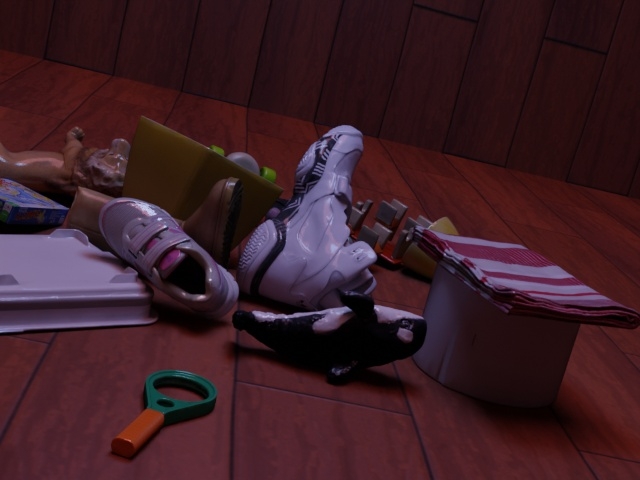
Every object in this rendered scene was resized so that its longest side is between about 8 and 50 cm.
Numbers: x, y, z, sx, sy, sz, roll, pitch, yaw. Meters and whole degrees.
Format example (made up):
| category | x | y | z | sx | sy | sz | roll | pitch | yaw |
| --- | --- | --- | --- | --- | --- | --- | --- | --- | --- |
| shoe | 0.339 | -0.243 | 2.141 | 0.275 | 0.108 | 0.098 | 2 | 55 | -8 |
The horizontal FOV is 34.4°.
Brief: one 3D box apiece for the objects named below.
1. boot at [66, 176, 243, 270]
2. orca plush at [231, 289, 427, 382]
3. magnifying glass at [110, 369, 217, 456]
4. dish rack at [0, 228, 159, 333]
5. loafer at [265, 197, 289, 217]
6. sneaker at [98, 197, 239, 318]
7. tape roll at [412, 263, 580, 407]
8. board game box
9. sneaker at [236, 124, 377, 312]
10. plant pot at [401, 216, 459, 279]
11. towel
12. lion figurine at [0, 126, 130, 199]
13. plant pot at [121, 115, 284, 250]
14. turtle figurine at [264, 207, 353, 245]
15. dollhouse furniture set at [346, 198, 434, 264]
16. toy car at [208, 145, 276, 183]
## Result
| category | x | y | z | sx | sy | sz | roll | pitch | yaw |
| --- | --- | --- | --- | --- | --- | --- | --- | --- | --- |
| boot | -0.276 | -0.034 | 1.690 | 0.269 | 0.236 | 0.089 | 18 | 34 | 3 |
| orca plush | 0.014 | 0.150 | 1.498 | 0.287 | 0.151 | 0.102 | 13 | 46 | -15 |
| magnifying glass | -0.192 | 0.206 | 1.247 | 0.092 | 0.026 | 0.231 | 17 | 13 | 9 |
| dish rack | -0.426 | 0.046 | 1.529 | 0.332 | 0.072 | 0.285 | 2 | 18 | -43 |
| loafer | -0.071 | -0.037 | 2.154 | 0.078 | 0.076 | 0.223 | 14 | 16 | -32 |
| sneaker | -0.233 | 0.018 | 1.571 | 0.252 | 0.103 | 0.111 | 36 | -6 | 5 |
| tape roll | 0.284 | 0.138 | 1.658 | 0.246 | 0.169 | 0.246 | 14 | 14 | -4 |
| board game box | -0.544 | -0.071 | 1.805 | 0.136 | 0.035 | 0.201 | 26 | 6 | 10 |
| sneaker | 0.028 | -0.023 | 1.797 | 0.210 | 0.366 | 0.137 | 27 | -23 | 15 |
| plant pot | 0.249 | 0.032 | 2.140 | 0.095 | 0.134 | 0.134 | 46 | 26 | 18 |
| towel | 0.307 | 0.050 | 1.600 | 0.237 | 0.037 | 0.329 | 8 | 15 | -25 |
| lion figurine | -0.560 | -0.145 | 2.042 | 0.392 | 0.142 | 0.240 | -4 | 27 | -14 |
| plant pot | -0.235 | -0.076 | 1.861 | 0.212 | 0.187 | 0.212 | 27 | 0 | 41 |
| turtle figurine | 0.000 | 0.000 | 1.968 | 0.175 | 0.118 | 0.234 | 1 | 27 | -38 |
| dollhouse furniture set | 0.075 | -0.022 | 2.215 | 0.259 | 0.135 | 0.262 | 34 | 22 | 24 |
| toy car | -0.212 | -0.124 | 2.255 | 0.155 | 0.149 | 0.188 | 21 | -1 | -25 |
